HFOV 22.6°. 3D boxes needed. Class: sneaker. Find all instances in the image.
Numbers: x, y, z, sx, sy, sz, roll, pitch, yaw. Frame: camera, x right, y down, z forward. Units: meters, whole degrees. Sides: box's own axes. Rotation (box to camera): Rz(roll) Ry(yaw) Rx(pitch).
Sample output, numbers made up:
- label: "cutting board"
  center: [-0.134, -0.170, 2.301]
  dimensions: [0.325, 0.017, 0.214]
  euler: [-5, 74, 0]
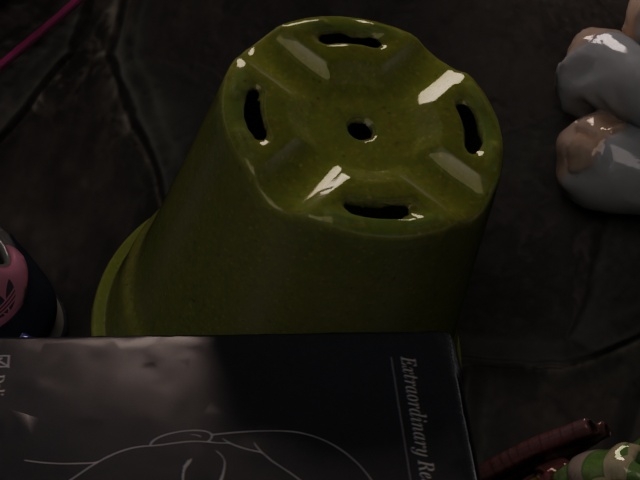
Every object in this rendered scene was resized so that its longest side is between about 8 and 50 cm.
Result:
- label: "sneaker"
  center: [-0.328, -0.025, 1.234]
  dimensions: [0.319, 0.131, 0.112]
  euler: [33, 74, 20]

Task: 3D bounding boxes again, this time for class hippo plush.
- label: "hippo plush"
  center: [0.284, -0.112, 1.136]
  dimensions: [0.234, 0.236, 0.294]
  euler: [-8, 64, 4]

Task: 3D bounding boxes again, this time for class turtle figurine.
- label: "turtle figurine"
  center: [0.224, 0.202, 1.026]
  dimensions: [0.266, 0.275, 0.198]
  euler: [-34, 100, -13]

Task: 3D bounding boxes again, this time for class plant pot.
- label: "plant pot"
  center: [0.000, 0.000, 1.064]
  dimensions: [0.276, 0.254, 0.276]
  euler: [9, 51, -11]

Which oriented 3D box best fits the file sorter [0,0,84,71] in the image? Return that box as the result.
- label: "file sorter"
  center: [-0.339, -0.292, 1.332]
  dimensions: [0.202, 0.182, 0.291]
  euler: [-43, 66, -11]

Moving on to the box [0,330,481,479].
- label: "box"
  center: [-0.107, 0.224, 0.902]
  dimensions: [0.395, 0.212, 0.293]
  euler: [0, 40, -5]

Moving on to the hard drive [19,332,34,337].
- label: "hard drive"
  center: [-0.109, 0.224, 1.094]
  dimensions: [0.319, 0.040, 0.210]
  euler: [25, 73, 3]
